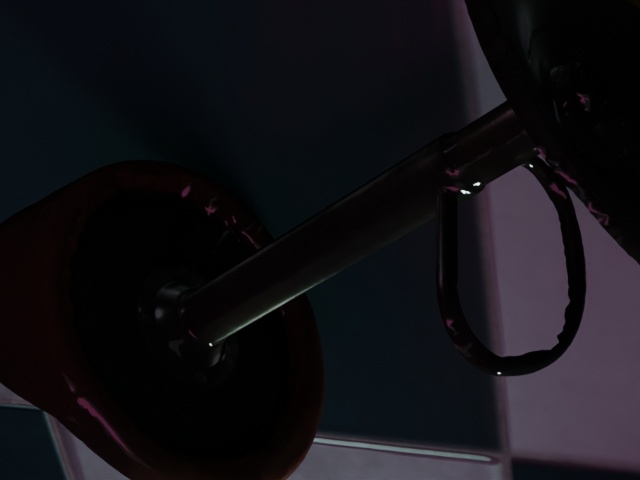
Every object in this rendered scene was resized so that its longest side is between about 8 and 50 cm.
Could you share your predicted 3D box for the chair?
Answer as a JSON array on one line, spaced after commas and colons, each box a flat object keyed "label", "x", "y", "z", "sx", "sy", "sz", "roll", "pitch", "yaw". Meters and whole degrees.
[{"label": "chair", "x": 0.000, "y": 0.000, "z": 0.676, "sx": 0.401, "sy": 0.226, "sz": 0.226, "roll": -29, "pitch": 106, "yaw": 36}]

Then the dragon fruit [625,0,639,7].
[{"label": "dragon fruit", "x": 0.250, "y": -0.084, "z": 0.514, "sx": 0.200, "sy": 0.269, "sz": 0.198, "roll": 20, "pitch": 98, "yaw": 55}]
